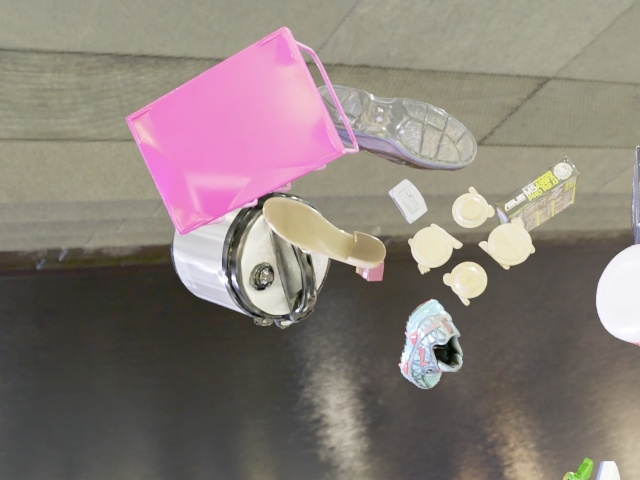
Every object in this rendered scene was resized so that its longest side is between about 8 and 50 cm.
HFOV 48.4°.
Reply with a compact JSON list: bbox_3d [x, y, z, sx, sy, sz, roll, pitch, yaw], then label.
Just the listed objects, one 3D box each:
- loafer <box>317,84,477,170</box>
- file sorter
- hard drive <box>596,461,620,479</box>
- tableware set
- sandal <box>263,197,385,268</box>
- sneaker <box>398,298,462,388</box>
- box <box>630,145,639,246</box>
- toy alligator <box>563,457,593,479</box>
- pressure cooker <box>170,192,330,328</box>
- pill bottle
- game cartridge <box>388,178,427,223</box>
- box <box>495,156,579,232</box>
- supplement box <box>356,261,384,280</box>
[{"bbox_3d":[0.123,-0.192,1.259,0.302,0.109,0.095,18,164,-1],"label":"loafer"},{"bbox_3d":[-0.110,-0.166,1.141,0.290,0.202,0.182,-25,179,17],"label":"file sorter"},{"bbox_3d":[0.670,0.705,1.670,0.040,0.210,0.318,-9,-163,34],"label":"hard drive"},{"bbox_3d":[0.230,0.008,1.095,0.168,0.141,0.020,-41,164,3],"label":"tableware set"},{"bbox_3d":[-0.002,0.005,1.324,0.240,0.088,0.079,22,146,0],"label":"sandal"},{"bbox_3d":[0.244,0.254,1.537,0.104,0.125,0.262,-27,138,-20],"label":"sneaker"},{"bbox_3d":[0.676,-0.056,1.367,0.143,0.165,0.270,0,160,22],"label":"box"},{"bbox_3d":[0.449,0.485,1.285,0.051,0.056,0.190,13,93,-28],"label":"toy alligator"},{"bbox_3d":[-0.175,0.037,2.021,0.420,0.376,0.370,11,165,46],"label":"pressure cooker"},{"bbox_3d":[0.687,0.133,1.312,0.322,0.182,0.181,19,135,-19],"label":"pill bottle"},{"bbox_3d":[0.189,-0.085,1.516,0.056,0.083,0.017,-36,-171,-13],"label":"game cartridge"},{"bbox_3d":[0.586,-0.103,1.923,0.216,0.060,0.270,-35,160,8],"label":"box"},{"bbox_3d":[0.131,0.070,1.895,0.043,0.083,0.055,1,104,-21],"label":"supplement box"}]
